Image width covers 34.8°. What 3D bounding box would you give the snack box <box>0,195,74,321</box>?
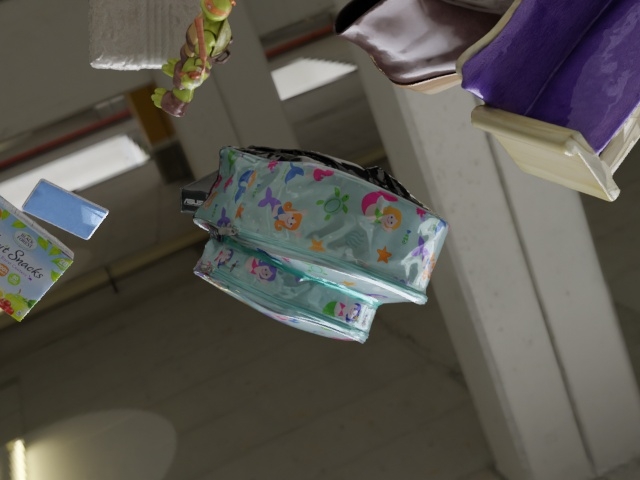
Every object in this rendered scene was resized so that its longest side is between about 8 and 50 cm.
[{"bbox_3d":[-0.637,0.033,2.075,0.174,0.207,0.070,-47,-159,4],"label":"snack box"}]

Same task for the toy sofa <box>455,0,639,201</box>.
[{"bbox_3d":[0.325,-0.240,1.104,0.362,0.177,0.150,-52,-141,-7],"label":"toy sofa"}]

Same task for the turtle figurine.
[{"bbox_3d":[-0.170,-0.293,1.463,0.087,0.269,0.217,11,146,-22],"label":"turtle figurine"}]

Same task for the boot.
[{"bbox_3d":[0.166,-0.272,1.260,0.248,0.090,0.207,-26,149,29],"label":"boot"}]

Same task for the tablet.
[{"bbox_3d":[-0.285,-0.035,1.141,0.054,0.083,0.006,-46,-151,33],"label":"tablet"}]

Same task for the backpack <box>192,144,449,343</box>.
[{"bbox_3d":[0.000,0.000,1.075,0.253,0.225,0.191,4,-106,56],"label":"backpack"}]

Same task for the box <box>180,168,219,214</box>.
[{"bbox_3d":[-0.088,-0.071,1.556,0.191,0.045,0.184,10,-162,21],"label":"box"}]

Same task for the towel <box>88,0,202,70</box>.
[{"bbox_3d":[-0.273,-0.406,1.601,0.187,0.282,0.049,-1,-175,-22],"label":"towel"}]
